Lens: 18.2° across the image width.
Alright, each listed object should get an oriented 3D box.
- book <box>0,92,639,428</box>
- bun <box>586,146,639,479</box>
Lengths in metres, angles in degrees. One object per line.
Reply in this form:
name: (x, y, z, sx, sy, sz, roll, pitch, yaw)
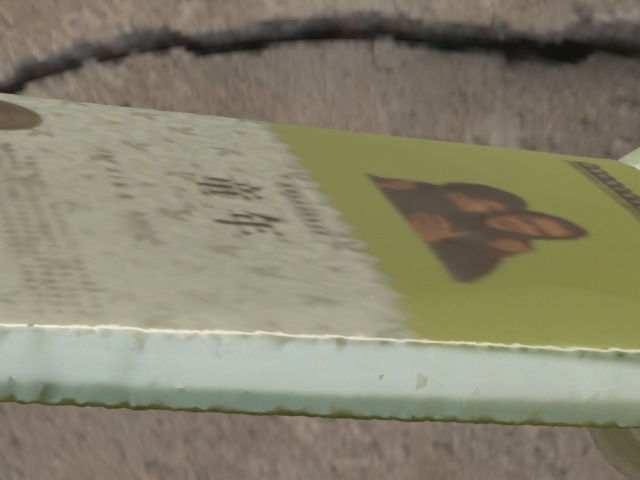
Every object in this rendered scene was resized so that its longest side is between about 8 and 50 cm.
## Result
book: (0.000, 0.000, 0.765, 0.352, 0.035, 0.239, 4, 22, -17)
bun: (0.270, 0.069, 1.168, 0.293, 0.187, 0.293, 3, 47, -3)
